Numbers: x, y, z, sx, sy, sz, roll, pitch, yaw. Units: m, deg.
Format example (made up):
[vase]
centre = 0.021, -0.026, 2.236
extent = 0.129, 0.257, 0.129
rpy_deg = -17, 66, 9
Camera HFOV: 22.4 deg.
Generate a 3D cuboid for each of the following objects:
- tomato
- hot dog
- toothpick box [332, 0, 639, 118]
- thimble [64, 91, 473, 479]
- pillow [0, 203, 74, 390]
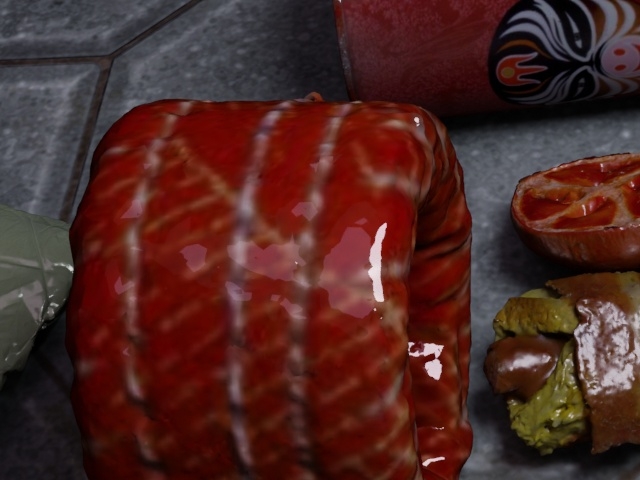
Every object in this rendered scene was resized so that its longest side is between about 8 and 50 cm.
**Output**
[tomato]
centre = 0.226, -0.010, 1.259
extent = 0.155, 0.069, 0.155
rpy_deg = -12, 21, 5
[hot dog]
centre = 0.225, 0.081, 1.177
extent = 0.213, 0.103, 0.146
rpy_deg = -14, 50, 1
[toothpick box]
centre = 0.186, -0.212, 1.356
extent = 0.333, 0.204, 0.204
rpy_deg = -5, 51, 9
[thimble]
centre = -0.019, 0.063, 1.100
extent = 0.230, 0.350, 0.350
rpy_deg = 0, 52, 14
[pillow]
centre = -0.356, 0.069, 1.348
extent = 0.274, 0.076, 0.281
rpy_deg = 14, 51, 20
